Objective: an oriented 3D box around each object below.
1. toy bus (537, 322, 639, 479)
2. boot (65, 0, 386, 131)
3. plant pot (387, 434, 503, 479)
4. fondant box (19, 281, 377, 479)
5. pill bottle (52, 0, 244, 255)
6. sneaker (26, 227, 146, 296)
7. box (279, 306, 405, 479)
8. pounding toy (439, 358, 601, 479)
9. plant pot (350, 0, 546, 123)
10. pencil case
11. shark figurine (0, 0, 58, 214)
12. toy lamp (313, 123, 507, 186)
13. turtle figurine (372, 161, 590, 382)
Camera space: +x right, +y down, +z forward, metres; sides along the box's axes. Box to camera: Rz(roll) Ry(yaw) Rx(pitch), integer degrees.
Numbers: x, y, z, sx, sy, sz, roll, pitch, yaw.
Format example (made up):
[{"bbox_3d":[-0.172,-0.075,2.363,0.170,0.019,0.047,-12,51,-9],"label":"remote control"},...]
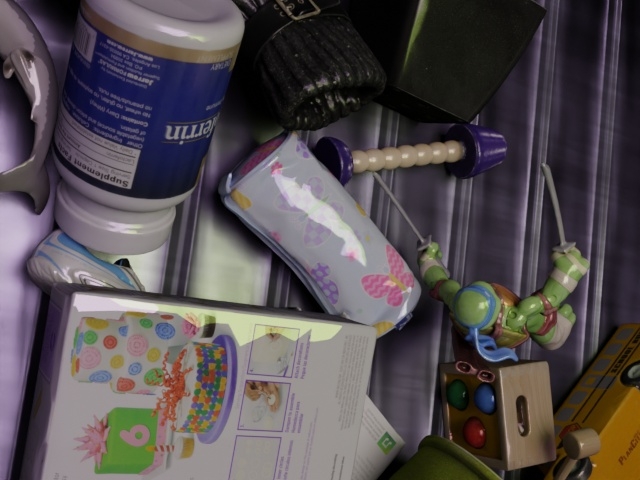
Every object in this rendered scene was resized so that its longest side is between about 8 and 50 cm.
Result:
[{"bbox_3d":[0.409,0.265,1.264,0.333,0.130,0.108,-45,108,-25],"label":"toy bus"},{"bbox_3d":[-0.104,-0.236,0.994,0.347,0.131,0.260,-19,82,-29],"label":"boot"},{"bbox_3d":[0.100,0.468,0.973,0.353,0.366,0.367,-35,103,-16],"label":"plant pot"},{"bbox_3d":[-0.120,0.181,0.912,0.330,0.096,0.238,9,91,-29],"label":"fondant box"},{"bbox_3d":[-0.181,-0.124,0.892,0.153,0.153,0.265,2,127,-29],"label":"pill bottle"},{"bbox_3d":[-0.207,0.076,0.966,0.237,0.085,0.086,47,61,-20],"label":"sneaker"},{"bbox_3d":[-0.074,0.268,1.038,0.322,0.058,0.232,-44,106,-26],"label":"box"},{"bbox_3d":[0.246,0.246,1.131,0.094,0.206,0.181,-3,87,-29],"label":"pounding toy"},{"bbox_3d":[0.139,-0.248,1.142,0.188,0.187,0.167,20,89,-26],"label":"plant pot"},{"bbox_3d":[0.000,0.000,1.071,0.124,0.113,0.273,-41,106,-7],"label":"pencil case"},{"bbox_3d":[-0.311,-0.180,0.927,0.166,0.116,0.278,-27,91,5],"label":"shark figurine"},{"bbox_3d":[0.126,-0.110,1.173,0.274,0.080,0.080,-10,90,-27],"label":"toy lamp"},{"bbox_3d":[0.229,0.035,1.109,0.266,0.197,0.275,36,33,-62],"label":"turtle figurine"}]
